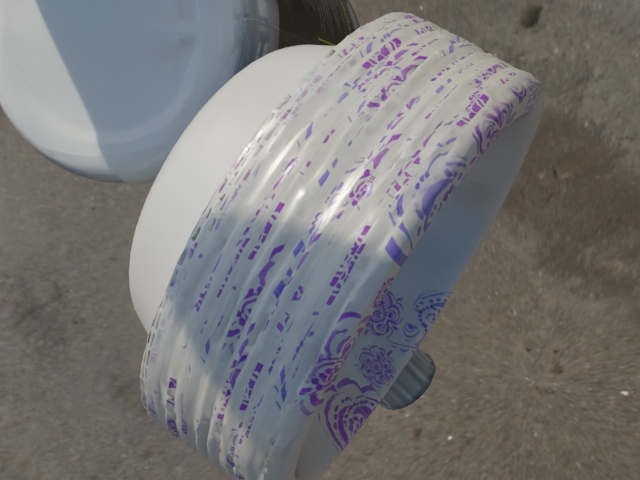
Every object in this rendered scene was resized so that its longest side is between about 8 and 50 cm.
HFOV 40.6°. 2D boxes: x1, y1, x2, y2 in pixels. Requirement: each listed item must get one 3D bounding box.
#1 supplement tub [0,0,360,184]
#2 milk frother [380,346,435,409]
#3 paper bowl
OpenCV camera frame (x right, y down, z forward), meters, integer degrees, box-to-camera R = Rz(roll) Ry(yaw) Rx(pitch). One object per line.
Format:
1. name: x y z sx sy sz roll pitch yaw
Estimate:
1. supplement tub: -0.086 -0.153 0.703 0.207 0.338 0.207 2 96 19
2. milk frother: 0.055 0.104 1.020 0.129 0.135 0.143 -14 39 43
3. paper bowl: 0.000 0.000 0.518 0.148 0.284 0.284 31 89 16
